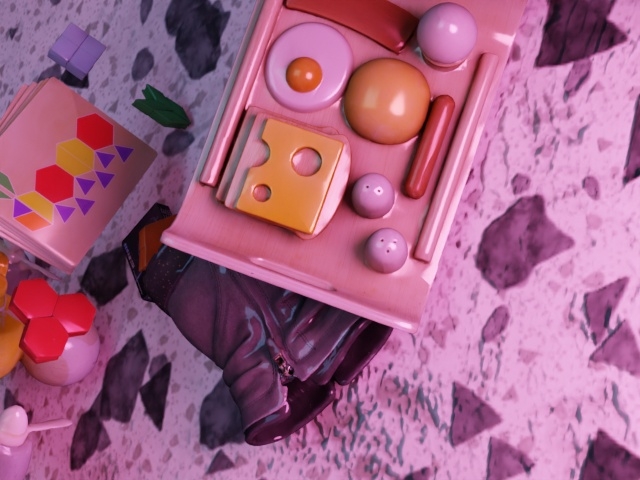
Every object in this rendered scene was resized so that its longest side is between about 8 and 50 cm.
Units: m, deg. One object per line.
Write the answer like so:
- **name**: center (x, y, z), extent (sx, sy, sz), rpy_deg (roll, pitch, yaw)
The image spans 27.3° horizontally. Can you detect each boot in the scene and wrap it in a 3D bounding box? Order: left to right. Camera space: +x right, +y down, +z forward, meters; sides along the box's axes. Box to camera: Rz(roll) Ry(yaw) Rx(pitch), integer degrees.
- **boot**: center (0.000, 0.000, 1.159), extent (0.223, 0.118, 0.338), rpy_deg (47, 115, 34)

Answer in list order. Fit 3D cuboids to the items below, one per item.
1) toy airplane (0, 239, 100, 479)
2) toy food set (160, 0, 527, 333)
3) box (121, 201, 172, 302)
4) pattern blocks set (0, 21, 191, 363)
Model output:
- **toy airplane**: center (-0.368, 0.145, 1.390), extent (0.384, 0.272, 0.386), rpy_deg (121, 142, -73)
- **toy food set**: center (0.022, -0.103, 1.060), extent (0.219, 0.092, 0.306), rpy_deg (19, 83, 4)
- **box**: center (-0.172, 0.013, 1.373), extent (0.067, 0.018, 0.083), rpy_deg (-45, 50, 26)
- **pattern blocks set**: center (-0.263, -0.063, 1.301), extent (0.325, 0.285, 0.026), rpy_deg (-50, 4, -36)
